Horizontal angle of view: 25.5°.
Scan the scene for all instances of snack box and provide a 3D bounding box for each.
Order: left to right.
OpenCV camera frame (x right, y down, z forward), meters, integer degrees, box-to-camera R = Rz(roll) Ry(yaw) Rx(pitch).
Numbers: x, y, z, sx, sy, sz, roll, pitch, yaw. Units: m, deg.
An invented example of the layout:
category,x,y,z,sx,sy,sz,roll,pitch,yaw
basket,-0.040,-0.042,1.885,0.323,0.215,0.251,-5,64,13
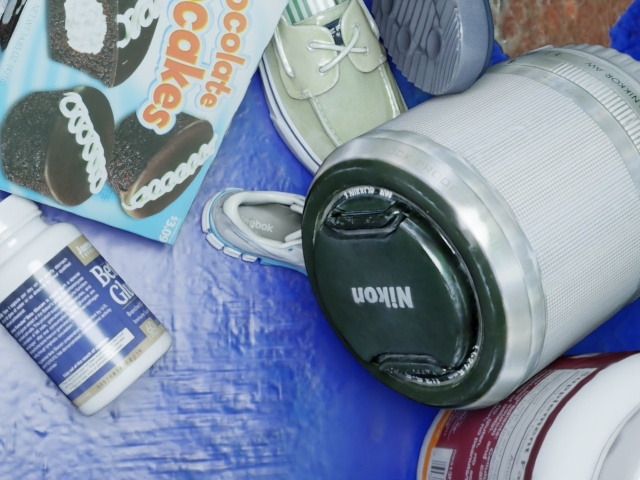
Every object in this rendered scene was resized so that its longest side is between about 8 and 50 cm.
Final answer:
category,x,y,z,sx,sy,sz,roll,pitch,yaw
snack box,-0.133,-0.171,1.071,0.187,0.060,0.322,19,104,-29

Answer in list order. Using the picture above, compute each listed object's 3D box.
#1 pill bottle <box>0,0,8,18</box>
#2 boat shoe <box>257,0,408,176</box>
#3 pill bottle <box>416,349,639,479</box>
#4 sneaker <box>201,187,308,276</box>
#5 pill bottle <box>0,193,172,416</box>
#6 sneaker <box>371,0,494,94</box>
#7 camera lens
category,x,y,z,sx,sy,sz,roll,pitch,yaw
pill bottle,-0.215,-0.171,1.124,0.160,0.087,0.087,-21,89,-13
boat shoe,-0.006,-0.167,1.167,0.109,0.094,0.302,-28,91,-14
pill bottle,0.227,0.191,1.030,0.224,0.392,0.224,1,84,-13
sneaker,0.000,0.000,1.159,0.191,0.083,0.071,12,80,-13
pill bottle,-0.203,0.046,1.101,0.094,0.094,0.169,-42,95,-13
sneaker,0.105,-0.227,1.120,0.131,0.112,0.319,6,43,-21
camera lens,0.139,-0.015,1.088,0.274,0.219,0.219,-30,91,-36
